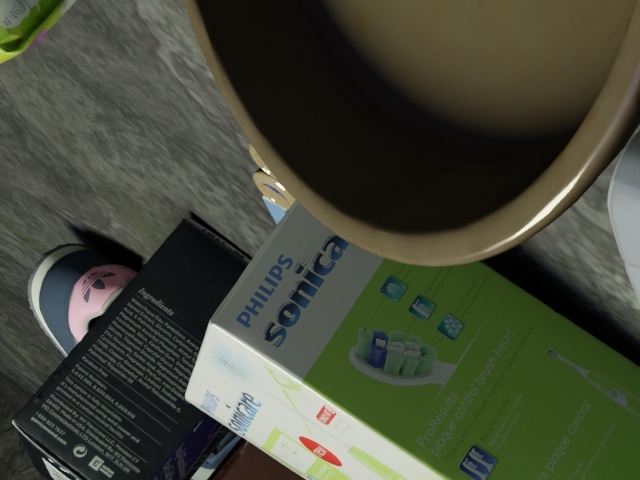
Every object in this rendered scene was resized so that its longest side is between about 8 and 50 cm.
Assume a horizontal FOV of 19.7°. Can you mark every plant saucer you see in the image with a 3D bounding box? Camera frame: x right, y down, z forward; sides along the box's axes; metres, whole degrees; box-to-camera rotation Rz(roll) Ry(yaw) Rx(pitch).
[{"bbox_3d":[0.025,-0.131,0.519,0.278,0.041,0.277,30,125,55],"label":"plant saucer"}]

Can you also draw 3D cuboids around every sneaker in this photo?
[{"bbox_3d":[-0.135,0.138,1.665,0.319,0.112,0.131,47,165,-27],"label":"sneaker"}]

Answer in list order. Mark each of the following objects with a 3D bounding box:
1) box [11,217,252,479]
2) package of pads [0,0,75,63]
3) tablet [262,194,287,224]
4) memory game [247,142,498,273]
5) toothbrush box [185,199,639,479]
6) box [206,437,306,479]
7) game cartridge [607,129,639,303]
[{"bbox_3d":[-0.121,0.109,1.395,0.108,0.207,0.153,36,164,10],"label":"box"},{"bbox_3d":[-0.275,-0.221,1.057,0.296,0.101,0.229,44,163,-16],"label":"package of pads"},{"bbox_3d":[0.000,0.000,1.202,0.083,0.006,0.054,29,160,33],"label":"tablet"},{"bbox_3d":[0.032,-0.005,1.095,0.186,0.012,0.186,33,161,13],"label":"memory game"},{"bbox_3d":[0.074,0.104,1.073,0.283,0.122,0.206,35,162,2],"label":"toothbrush box"},{"bbox_3d":[0.002,0.210,1.455,0.167,0.168,0.203,40,164,1],"label":"box"},{"bbox_3d":[0.239,0.067,0.787,0.196,0.060,0.294,26,159,49],"label":"game cartridge"}]
